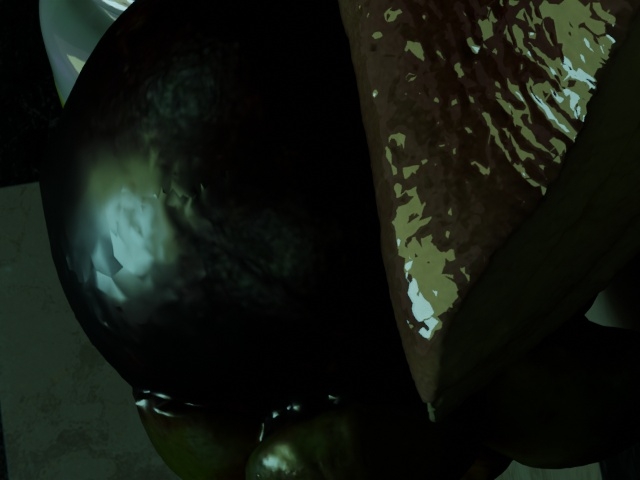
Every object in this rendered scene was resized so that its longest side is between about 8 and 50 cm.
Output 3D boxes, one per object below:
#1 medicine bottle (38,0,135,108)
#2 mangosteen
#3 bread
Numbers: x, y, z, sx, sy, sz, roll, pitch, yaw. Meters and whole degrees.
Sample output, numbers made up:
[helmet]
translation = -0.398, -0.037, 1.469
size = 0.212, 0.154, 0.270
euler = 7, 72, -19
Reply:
[medicine bottle]
translation = -0.019, -0.074, 0.745
size = 0.379, 0.213, 0.214
euler = 83, 178, -47
[mangosteen]
translation = 0.006, -0.006, 0.504
size = 0.210, 0.209, 0.210
euler = 171, 90, -89
[bread]
translation = 0.053, -0.060, 0.366
size = 0.119, 0.067, 0.192
euler = -20, 71, 45
